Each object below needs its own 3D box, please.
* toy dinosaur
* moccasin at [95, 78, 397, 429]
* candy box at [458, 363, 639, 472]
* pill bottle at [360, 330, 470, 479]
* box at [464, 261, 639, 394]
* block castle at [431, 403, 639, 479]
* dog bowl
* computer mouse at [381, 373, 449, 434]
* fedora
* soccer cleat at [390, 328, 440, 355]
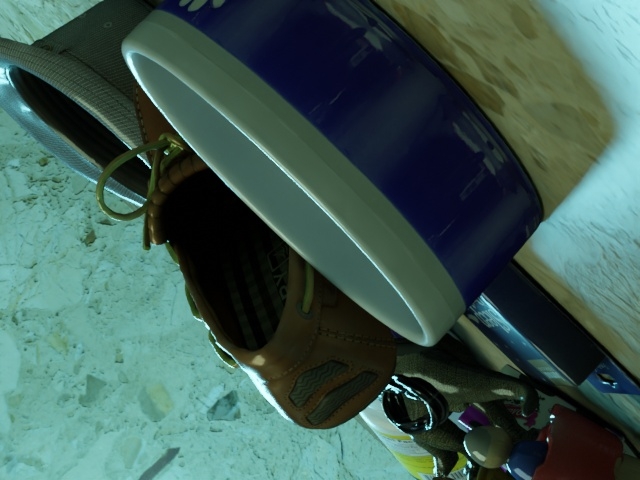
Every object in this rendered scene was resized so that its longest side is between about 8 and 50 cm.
[{"bbox_3d":[0.085,0.113,1.538,0.160,0.121,0.313,41,-175,-12],"label":"toy dinosaur"},{"bbox_3d":[-0.070,-0.025,1.400,0.147,0.139,0.380,37,-156,-42],"label":"moccasin"},{"bbox_3d":[0.240,0.223,1.651,0.159,0.071,0.233,32,166,51],"label":"candy box"},{"bbox_3d":[0.100,0.149,1.824,0.119,0.119,0.208,39,171,36],"label":"pill bottle"},{"bbox_3d":[0.129,0.043,1.380,0.225,0.036,0.136,43,173,-1],"label":"box"},{"bbox_3d":[0.142,0.338,1.462,0.213,0.303,0.453,21,151,4],"label":"block castle"},{"bbox_3d":[0.006,-0.062,1.168,0.265,0.104,0.265,43,173,7],"label":"dog bowl"},{"bbox_3d":[0.034,0.098,1.473,0.242,0.041,0.071,19,135,57],"label":"computer mouse"},{"bbox_3d":[-0.174,-0.133,1.689,0.244,0.124,0.275,45,165,-28],"label":"fedora"},{"bbox_3d":[0.000,0.000,1.495,0.108,0.116,0.318,0,-162,-24],"label":"soccer cleat"}]
